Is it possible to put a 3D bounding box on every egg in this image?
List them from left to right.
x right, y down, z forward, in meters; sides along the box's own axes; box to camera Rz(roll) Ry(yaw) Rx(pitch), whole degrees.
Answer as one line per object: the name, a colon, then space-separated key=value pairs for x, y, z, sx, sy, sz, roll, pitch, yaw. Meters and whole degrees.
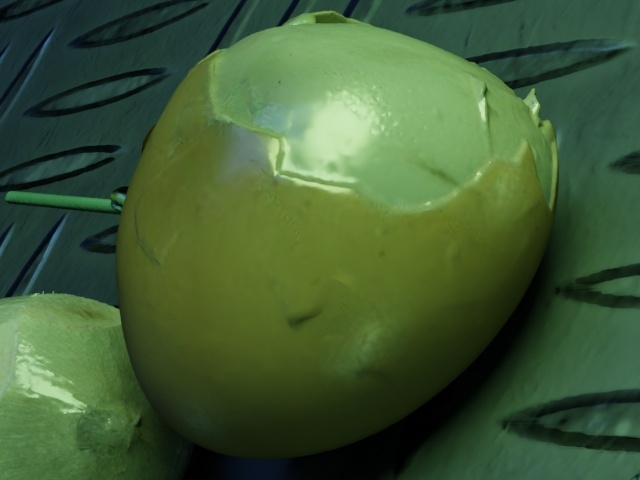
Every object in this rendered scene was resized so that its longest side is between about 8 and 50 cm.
egg: x=0.000 y=0.000 z=0.865 sx=0.244 sy=0.201 sz=0.201 roll=-56 pitch=28 yaw=10

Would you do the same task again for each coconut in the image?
coconut: x=-0.151 y=0.112 z=0.969 sx=0.161 sy=0.161 sz=0.162 roll=-56 pitch=22 yaw=-17

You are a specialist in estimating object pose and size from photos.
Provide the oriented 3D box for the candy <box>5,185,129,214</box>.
candy: x=-0.101 y=-0.020 z=1.090 sx=0.288 sy=0.078 sz=0.084 roll=8 pitch=55 yaw=40

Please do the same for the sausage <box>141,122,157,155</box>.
sausage: x=-0.092 y=-0.033 z=1.172 sx=0.062 sy=0.054 sz=0.183 roll=-53 pitch=27 yaw=28

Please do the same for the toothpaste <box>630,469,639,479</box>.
toothpaste: x=0.180 y=0.071 z=0.703 sx=0.255 sy=0.037 sz=0.067 roll=-46 pitch=23 yaw=-6
